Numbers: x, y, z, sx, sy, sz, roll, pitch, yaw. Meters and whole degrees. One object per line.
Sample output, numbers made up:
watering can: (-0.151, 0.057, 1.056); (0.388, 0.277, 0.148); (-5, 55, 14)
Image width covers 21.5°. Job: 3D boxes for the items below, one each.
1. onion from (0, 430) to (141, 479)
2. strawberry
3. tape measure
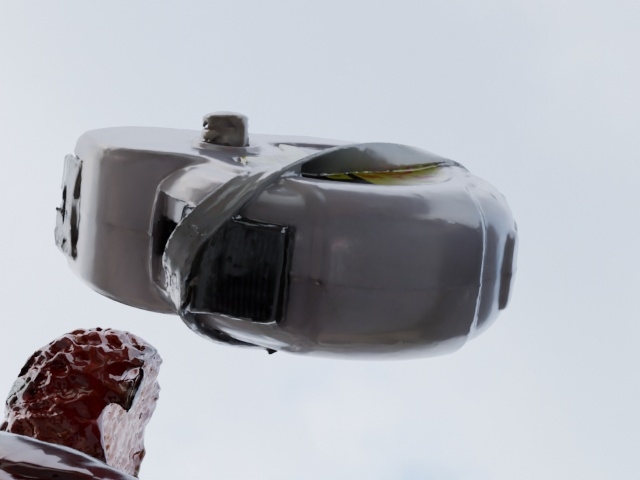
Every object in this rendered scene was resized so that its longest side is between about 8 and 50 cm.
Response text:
onion: (-0.165, 0.243, 0.619); (0.347, 0.348, 0.285); (-10, -52, 9)
strawberry: (-0.147, 0.119, 1.021); (0.086, 0.145, 0.145); (10, -66, 1)
tape measure: (0.000, 0.000, 0.875); (0.236, 0.197, 0.120); (1, -78, -23)
